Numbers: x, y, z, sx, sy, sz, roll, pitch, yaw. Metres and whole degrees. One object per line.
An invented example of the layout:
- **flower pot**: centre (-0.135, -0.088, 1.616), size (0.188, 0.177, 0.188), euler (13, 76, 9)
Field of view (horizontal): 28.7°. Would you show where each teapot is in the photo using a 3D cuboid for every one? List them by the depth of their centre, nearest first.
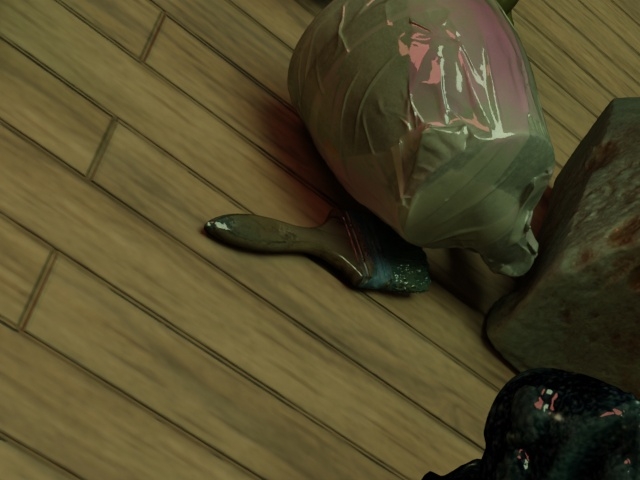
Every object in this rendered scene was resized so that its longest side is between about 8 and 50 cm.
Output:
- **teapot**: centre (0.076, -0.066, 0.894), size (0.163, 0.221, 0.178), euler (-16, 57, -14)

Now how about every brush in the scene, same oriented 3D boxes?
- **brush**: centre (0.000, 0.000, 0.859), size (0.196, 0.021, 0.070), euler (9, 53, -42)

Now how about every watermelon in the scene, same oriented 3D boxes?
- **watermelon**: centre (0.250, 0.033, 0.953), size (0.258, 0.387, 0.228), euler (-25, 106, -12)

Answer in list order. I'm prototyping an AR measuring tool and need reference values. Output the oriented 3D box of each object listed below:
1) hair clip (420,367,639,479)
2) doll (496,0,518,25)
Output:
- **hair clip**: centre (0.120, 0.227, 0.645), size (0.194, 0.206, 0.310), euler (18, 65, -31)
- **doll**: centre (0.074, -0.275, 1.047), size (0.260, 0.161, 0.177), euler (20, 66, -32)
